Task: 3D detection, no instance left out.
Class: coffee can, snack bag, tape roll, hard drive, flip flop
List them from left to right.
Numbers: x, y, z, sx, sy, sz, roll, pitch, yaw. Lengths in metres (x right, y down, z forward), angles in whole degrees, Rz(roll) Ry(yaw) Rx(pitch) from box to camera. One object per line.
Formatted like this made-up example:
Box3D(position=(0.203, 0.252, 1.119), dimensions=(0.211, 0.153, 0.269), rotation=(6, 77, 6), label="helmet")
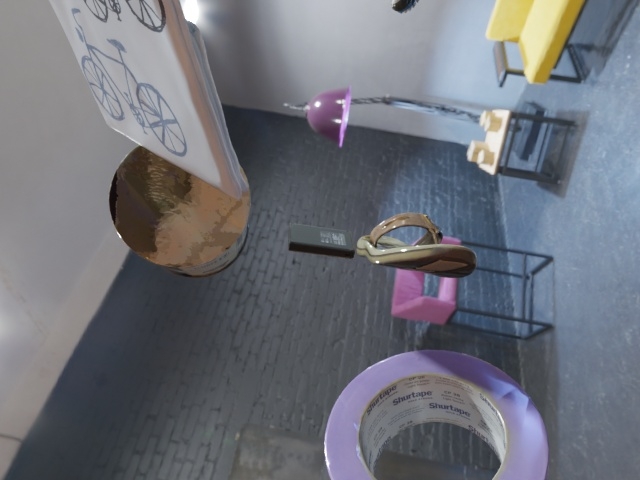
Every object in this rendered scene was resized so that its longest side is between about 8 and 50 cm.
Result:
Box3D(position=(-0.212, -0.231, 0.496), dimensions=(0.037, 0.323, 0.342), rotation=(-37, -45, -26), label="snack bag")
Box3D(position=(-0.222, -0.043, 0.837), dimensions=(0.275, 0.202, 0.201), rotation=(141, 140, -78), label="coffee can")
Box3D(position=(0.000, 0.000, 1.022), dimensions=(0.094, 0.135, 0.022), rotation=(-95, 15, -61), label="hard drive")
Box3D(position=(0.122, 0.000, 0.688), dimensions=(0.277, 0.112, 0.080), rotation=(-152, 73, -80), label="flip flop")
Box3D(position=(0.104, 0.197, 0.444), dimensions=(0.189, 0.189, 0.080), rotation=(-76, -24, -52), label="tape roll")

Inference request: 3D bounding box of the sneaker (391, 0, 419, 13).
Box3D(position=(0.171, -0.514, 0.914), dimensions=(0.190, 0.083, 0.071), rotation=(-60, -10, -9), label="sneaker")
